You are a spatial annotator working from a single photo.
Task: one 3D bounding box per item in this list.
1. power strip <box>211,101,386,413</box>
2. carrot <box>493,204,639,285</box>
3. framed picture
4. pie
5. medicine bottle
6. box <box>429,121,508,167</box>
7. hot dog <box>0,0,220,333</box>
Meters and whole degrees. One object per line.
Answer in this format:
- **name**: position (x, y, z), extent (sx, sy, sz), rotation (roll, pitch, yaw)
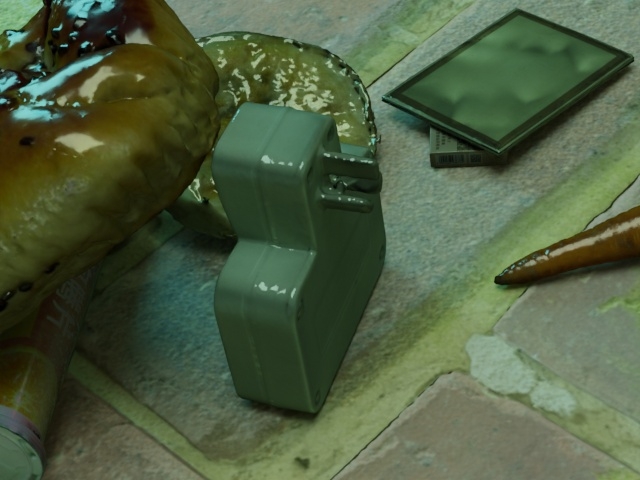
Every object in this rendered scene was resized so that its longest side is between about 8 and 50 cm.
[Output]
- **power strip**: position (0.000, 0.000, 1.561), extent (0.141, 0.261, 0.229), rotation (9, 48, 20)
- **carrot**: position (0.291, -0.003, 1.664), extent (0.257, 0.061, 0.061), rotation (-13, 45, 3)
- **framed picture**: position (0.204, -0.177, 1.856), extent (0.231, 0.010, 0.173), rotation (-34, 46, -30)
- **pie**: position (-0.069, -0.115, 1.799), extent (0.274, 0.055, 0.274), rotation (3, 59, -5)
- **medicine bottle**: position (-0.272, 0.045, 1.673), extent (0.108, 0.108, 0.426), rotation (1, 45, 10)
- **box**: position (0.157, -0.104, 1.805), extent (0.083, 0.024, 0.053), rotation (-4, 45, 7)
- **hot dog**: position (-0.264, -0.074, 1.536), extent (0.365, 0.196, 0.367), rotation (-28, 34, 21)
